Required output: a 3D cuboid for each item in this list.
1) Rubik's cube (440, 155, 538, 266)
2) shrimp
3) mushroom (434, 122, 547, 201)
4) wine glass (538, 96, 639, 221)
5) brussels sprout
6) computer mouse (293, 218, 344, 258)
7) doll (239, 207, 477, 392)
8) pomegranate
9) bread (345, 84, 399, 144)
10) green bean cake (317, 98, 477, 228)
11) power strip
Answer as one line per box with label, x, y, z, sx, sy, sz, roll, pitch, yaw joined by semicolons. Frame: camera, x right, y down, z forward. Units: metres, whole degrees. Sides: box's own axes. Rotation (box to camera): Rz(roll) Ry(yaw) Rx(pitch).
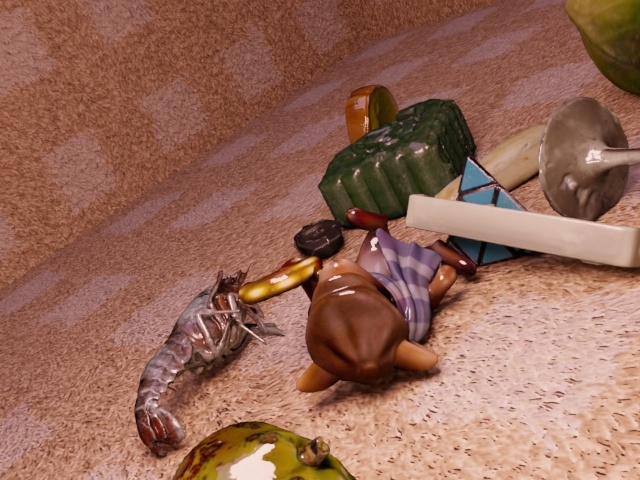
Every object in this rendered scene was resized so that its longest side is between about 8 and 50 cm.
Rubik's cube;0.289;-0.075;1.295;0.211;0.178;0.190;-16;20;25
shrimp;-0.198;0.185;1.309;0.221;0.166;0.410;-46;-2;42
mushroom;0.366;-0.144;1.496;0.333;0.087;0.107;-30;21;-2
wine glass;0.519;-0.125;1.045;0.267;0.267;0.406;-35;16;-20
brussels sprout;0.683;-0.451;1.528;0.281;0.289;0.354;-35;48;-20
computer mouse;0.000;0.000;1.635;0.105;0.062;0.192;-31;14;-8
doll;0.067;0.077;1.145;0.317;0.209;0.340;-3;21;18
pomegranate;-0.082;0.316;0.765;0.276;0.204;0.222;-32;36;-3
bread;0.144;-0.280;1.900;0.070;0.236;0.236;-7;28;30
green bean cake;0.173;-0.178;1.701;0.307;0.169;0.300;-17;23;29
power strip;0.309;-0.015;1.130;0.385;0.062;0.091;12;4;38
